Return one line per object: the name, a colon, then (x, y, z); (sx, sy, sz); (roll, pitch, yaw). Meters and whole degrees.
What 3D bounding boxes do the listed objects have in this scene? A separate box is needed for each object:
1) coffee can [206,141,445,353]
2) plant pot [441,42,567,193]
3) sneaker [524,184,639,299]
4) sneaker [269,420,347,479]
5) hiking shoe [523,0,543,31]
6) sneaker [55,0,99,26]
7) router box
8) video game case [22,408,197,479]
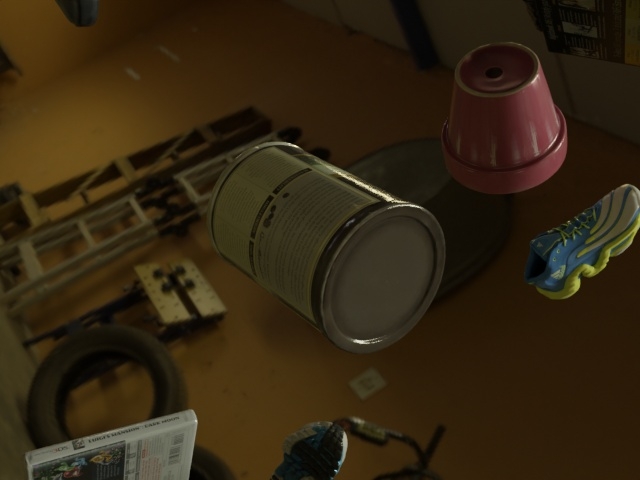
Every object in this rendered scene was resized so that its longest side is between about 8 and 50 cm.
coffee can: (0.000, 0.000, 1.115); (0.275, 0.201, 0.201); (32, -26, 46)
plant pot: (0.288, -0.204, 1.327); (0.201, 0.201, 0.180); (49, -14, 40)
sneaker: (0.430, 0.003, 1.385); (0.126, 0.240, 0.091); (11, 31, -37)
sneaker: (-0.003, 0.258, 1.008); (0.071, 0.083, 0.190); (44, -39, 13)
hiking shoe: (0.356, -0.376, 1.285); (0.114, 0.086, 0.227); (62, 22, 4)
sneaker: (-0.274, -0.275, 0.743); (0.223, 0.098, 0.083); (62, -29, 19)
router box: (0.384, -0.281, 0.973); (0.243, 0.081, 0.309); (15, 1, 20)
video game case: (-0.224, 0.262, 0.890); (0.022, 0.173, 0.190); (58, -33, 37)
